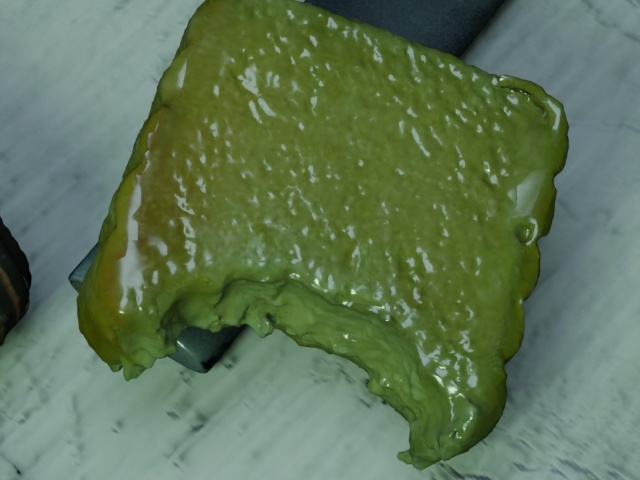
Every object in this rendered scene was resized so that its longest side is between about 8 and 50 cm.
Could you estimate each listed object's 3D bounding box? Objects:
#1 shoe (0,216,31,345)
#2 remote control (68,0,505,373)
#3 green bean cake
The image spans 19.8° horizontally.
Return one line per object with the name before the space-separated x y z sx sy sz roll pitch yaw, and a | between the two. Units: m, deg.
shoe | -0.372 -0.012 1.059 0.384 0.171 0.237 39 65 13
remote control | -0.001 -0.085 1.159 0.107 0.044 0.377 34 67 11
green bean cake | 0.000 0.000 1.036 0.236 0.124 0.233 20 68 -7
